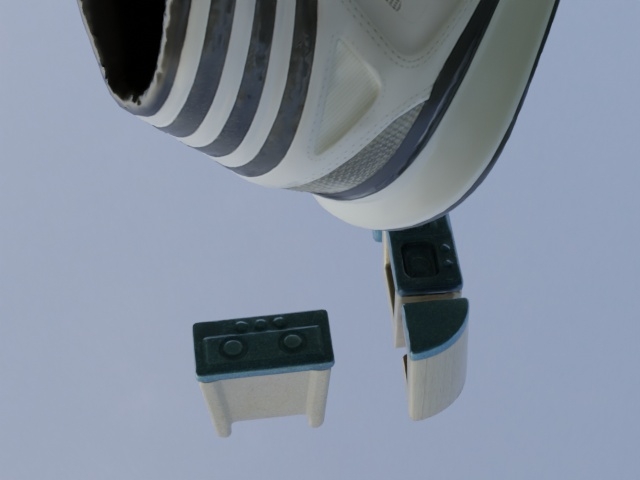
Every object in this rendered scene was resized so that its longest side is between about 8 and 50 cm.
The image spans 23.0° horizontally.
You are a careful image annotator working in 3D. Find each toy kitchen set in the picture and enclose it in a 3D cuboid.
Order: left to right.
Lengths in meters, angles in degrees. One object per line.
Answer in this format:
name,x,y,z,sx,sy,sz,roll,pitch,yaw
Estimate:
toy kitchen set,0.000,0.000,0.981,0.166,0.122,0.207,-6,-136,-3

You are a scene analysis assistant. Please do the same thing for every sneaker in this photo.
sneaker,0.031,-0.237,0.686,0.169,0.257,0.448,21,-88,40
